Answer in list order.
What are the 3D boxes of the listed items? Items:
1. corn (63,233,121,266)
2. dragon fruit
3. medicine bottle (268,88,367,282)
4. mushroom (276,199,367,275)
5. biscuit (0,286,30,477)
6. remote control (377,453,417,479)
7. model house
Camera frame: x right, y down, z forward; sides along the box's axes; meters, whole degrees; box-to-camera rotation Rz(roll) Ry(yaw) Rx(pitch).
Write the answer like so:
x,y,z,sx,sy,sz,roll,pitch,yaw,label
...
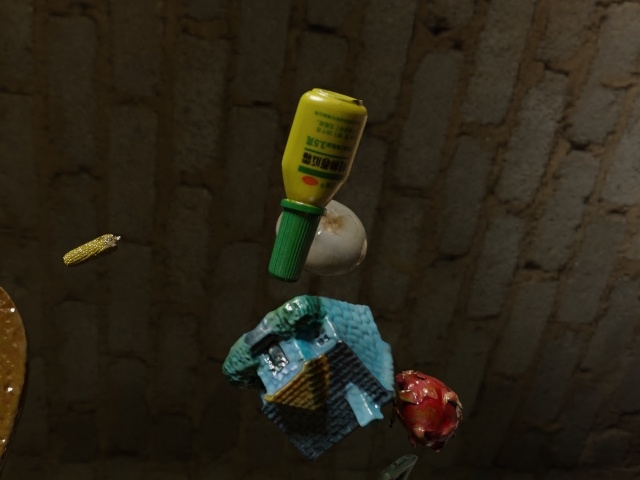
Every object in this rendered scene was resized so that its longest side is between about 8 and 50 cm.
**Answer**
x,y,z,sx,sy,sz,roll,pitch,yaw,label
-0.308,0.014,1.156,0.028,0.083,0.027,40,-152,-79,corn
0.207,0.324,1.647,0.133,0.136,0.165,-23,96,43,dragon fruit
-0.016,-0.082,1.337,0.076,0.111,0.308,-124,49,-66,medicine bottle
0.000,0.000,2.045,0.226,0.227,0.178,-101,31,-58,mushroom
-0.504,0.184,0.967,0.063,0.314,0.367,134,149,-61,biscuit
0.112,0.550,1.771,0.051,0.103,0.293,42,129,24,remote control
-0.015,0.272,1.563,0.261,0.226,0.241,-45,54,28,model house
